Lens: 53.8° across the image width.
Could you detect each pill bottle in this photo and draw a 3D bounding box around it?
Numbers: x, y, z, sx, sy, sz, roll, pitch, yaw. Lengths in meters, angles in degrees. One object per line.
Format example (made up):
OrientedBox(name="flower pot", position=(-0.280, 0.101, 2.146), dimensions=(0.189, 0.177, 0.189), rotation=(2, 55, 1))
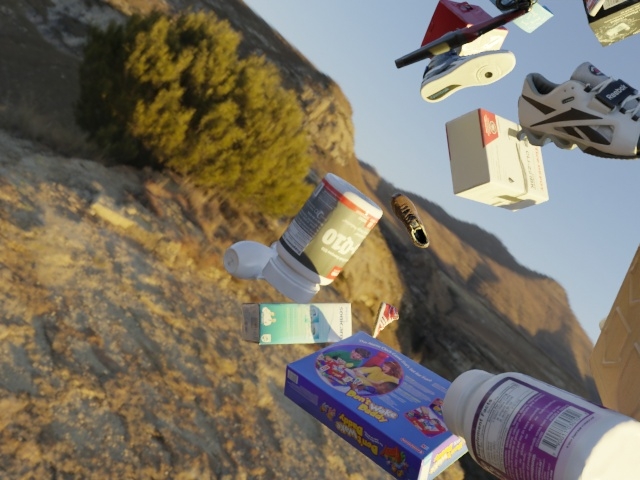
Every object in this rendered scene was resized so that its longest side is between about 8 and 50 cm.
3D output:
OrientedBox(name="pill bottle", position=(0.333, 0.305, 0.982), dimensions=(0.169, 0.169, 0.301), rotation=(43, -13, -25))
OrientedBox(name="pill bottle", position=(0.000, 0.000, 1.468), dimensions=(0.161, 0.283, 0.161), rotation=(35, 11, -7))

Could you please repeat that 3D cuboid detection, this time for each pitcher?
OrientedBox(name="pitcher", position=(-0.198, 0.084, 2.045), dimensions=(0.207, 0.125, 0.177), rotation=(0, 52, -45))

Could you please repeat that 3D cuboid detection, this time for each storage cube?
OrientedBox(name="storage cube", position=(0.493, -0.697, 2.184), dimensions=(0.184, 0.215, 0.193), rotation=(-2, 43, -28))

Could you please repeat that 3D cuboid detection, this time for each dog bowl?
OrientedBox(name="dog bowl", position=(0.509, -0.670, 1.714), dimensions=(0.166, 0.074, 0.297), rotation=(13, 40, -38))

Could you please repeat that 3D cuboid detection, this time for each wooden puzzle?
OrientedBox(name="wooden puzzle", position=(0.545, 0.157, 1.032), dimensions=(0.080, 0.347, 0.322), rotation=(12, 20, 10))

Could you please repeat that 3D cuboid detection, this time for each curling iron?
OrientedBox(name="curling iron", position=(0.260, -0.387, 1.149), dimensions=(0.068, 0.274, 0.035), rotation=(56, 23, -22))

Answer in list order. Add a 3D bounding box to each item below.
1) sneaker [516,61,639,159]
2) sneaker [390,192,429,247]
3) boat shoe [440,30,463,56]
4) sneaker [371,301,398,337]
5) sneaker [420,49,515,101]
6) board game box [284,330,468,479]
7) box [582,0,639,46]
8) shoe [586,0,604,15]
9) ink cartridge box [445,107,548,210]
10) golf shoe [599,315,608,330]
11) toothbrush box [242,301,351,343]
OrientedBox(name="sneaker", position=(0.485, -0.229, 1.085), dimensions=(0.330, 0.122, 0.146), rotation=(18, -52, 44))
OrientedBox(name="sneaker", position=(0.281, -0.062, 1.916), dimensions=(0.188, 0.066, 0.071), rotation=(56, -4, -14))
OrientedBox(name="boat shoe", position=(0.408, -0.576, 1.910), dimensions=(0.059, 0.063, 0.170), rotation=(48, 26, -32))
OrientedBox(name="sneaker", position=(0.210, 0.263, 2.028), dimensions=(0.067, 0.118, 0.042), rotation=(21, -9, -9))
OrientedBox(name="sneaker", position=(0.324, -0.402, 1.415), dimensions=(0.079, 0.217, 0.121), rotation=(48, 39, -39))
OrientedBox(name="board game box", position=(0.129, 0.321, 1.265), dimensions=(0.233, 0.078, 0.347), rotation=(-17, 32, -42))
OrientedBox(name="box", position=(0.842, -0.642, 1.767), dimensions=(0.158, 0.156, 0.093), rotation=(16, 63, -51))
OrientedBox(name="shoe", position=(0.703, -0.652, 1.650), dimensions=(0.081, 0.178, 0.063), rotation=(29, -40, 3))
OrientedBox(name="ink cartridge box", position=(0.456, -0.200, 1.620), dimensions=(0.273, 0.114, 0.197), rotation=(9, 71, -42))
OrientedBox(name="golf shoe", position=(0.792, 0.194, 1.580), dimensions=(0.086, 0.186, 0.067), rotation=(40, 45, -43))
OrientedBox(name="toothbrush box", position=(-0.078, 0.254, 1.966), dimensions=(0.296, 0.126, 0.216), rotation=(1, -6, -22))
